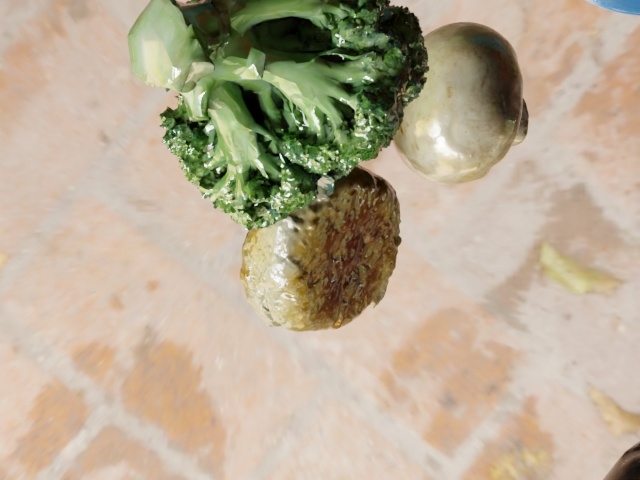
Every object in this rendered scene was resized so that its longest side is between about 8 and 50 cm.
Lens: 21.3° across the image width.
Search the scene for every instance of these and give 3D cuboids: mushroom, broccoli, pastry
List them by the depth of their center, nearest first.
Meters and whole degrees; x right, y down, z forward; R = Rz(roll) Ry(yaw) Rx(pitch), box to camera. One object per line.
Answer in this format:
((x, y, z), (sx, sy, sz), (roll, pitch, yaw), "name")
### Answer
((-0.045, -0.142, 1.419), (0.270, 0.270, 0.270), (-2, 87, 37), "broccoli")
((0.000, 0.000, 1.704), (0.093, 0.192, 0.182), (25, 104, 33), "pastry")
((0.140, -0.136, 1.714), (0.127, 0.166, 0.166), (15, 90, -36), "mushroom")

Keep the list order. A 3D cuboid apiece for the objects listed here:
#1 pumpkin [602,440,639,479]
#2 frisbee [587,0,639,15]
((0.342, 0.310, 1.457), (0.296, 0.296, 0.296), (0, 91, -3), "pumpkin")
((0.288, -0.320, 1.505), (0.242, 0.045, 0.242), (0, 87, -7), "frisbee")
